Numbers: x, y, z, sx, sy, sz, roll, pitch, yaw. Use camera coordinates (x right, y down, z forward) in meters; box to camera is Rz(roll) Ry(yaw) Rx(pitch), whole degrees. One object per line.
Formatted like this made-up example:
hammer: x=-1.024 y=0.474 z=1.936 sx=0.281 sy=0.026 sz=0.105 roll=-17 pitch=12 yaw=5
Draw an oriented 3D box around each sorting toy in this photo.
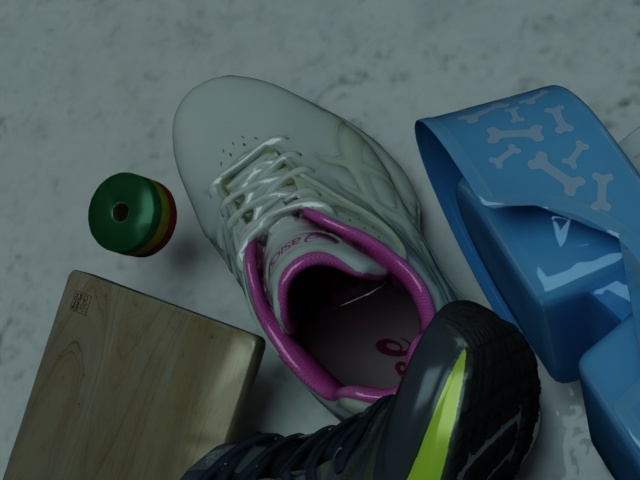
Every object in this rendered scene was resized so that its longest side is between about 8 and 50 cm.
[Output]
sorting toy: x=-0.100 y=0.108 z=0.896 sx=0.132 sy=0.046 sz=0.274 roll=18 pitch=89 yaw=30

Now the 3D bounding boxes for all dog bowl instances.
dog bowl: x=0.144 y=0.048 z=0.760 sx=0.074 sy=0.166 sz=0.297 roll=-27 pitch=59 yaw=-2

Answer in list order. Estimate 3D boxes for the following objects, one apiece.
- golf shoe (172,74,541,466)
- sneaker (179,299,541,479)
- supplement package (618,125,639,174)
golf shoe: x=0.000 y=0.000 z=0.853 sx=0.115 sy=0.140 sz=0.306 roll=-42 pitch=57 yaw=4
sneaker: x=-0.006 y=0.128 z=0.727 sx=0.121 sy=0.111 sz=0.300 roll=39 pitch=129 yaw=12
supplement package: x=0.240 y=0.006 z=0.761 sx=0.105 sy=0.105 sz=0.179 roll=-38 pitch=58 yaw=5
